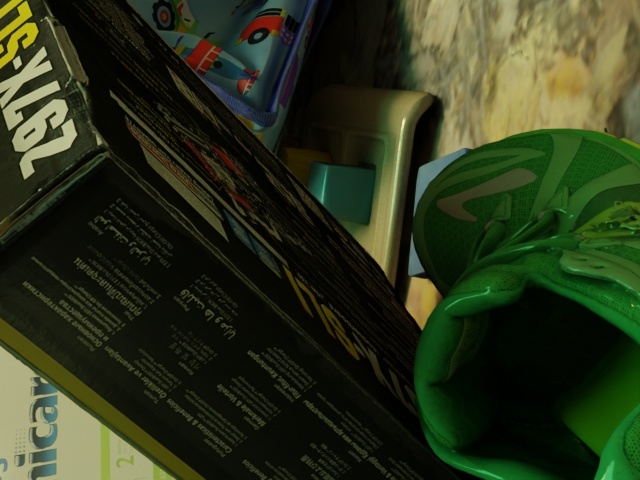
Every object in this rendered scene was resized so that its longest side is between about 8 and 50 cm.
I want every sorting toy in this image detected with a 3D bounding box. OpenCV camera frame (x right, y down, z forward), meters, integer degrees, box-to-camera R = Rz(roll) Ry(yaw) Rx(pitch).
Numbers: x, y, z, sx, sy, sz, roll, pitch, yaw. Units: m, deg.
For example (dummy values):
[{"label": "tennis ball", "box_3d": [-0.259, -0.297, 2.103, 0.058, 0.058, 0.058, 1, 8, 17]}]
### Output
[{"label": "sorting toy", "box_3d": [0.000, 0.000, 0.980, 0.348, 0.047, 0.196, -159, 80, -71]}]

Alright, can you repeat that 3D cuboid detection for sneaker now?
[{"label": "sneaker", "box_3d": [0.089, 0.025, 0.597, 0.295, 0.124, 0.109, -127, 51, -64]}]

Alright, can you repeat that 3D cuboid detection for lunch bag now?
[{"label": "lunch bag", "box_3d": [-0.067, -0.119, 1.057, 0.221, 0.138, 0.293, 113, -177, -47]}]

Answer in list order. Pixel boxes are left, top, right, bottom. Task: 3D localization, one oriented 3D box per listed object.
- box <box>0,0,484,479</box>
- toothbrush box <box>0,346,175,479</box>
[{"label": "box", "box_3d": [-0.041, 0.015, 0.668, 0.079, 0.322, 0.257, -38, 39, 8]}, {"label": "toothbrush box", "box_3d": [-0.096, 0.158, 0.887, 0.283, 0.122, 0.206, 74, -173, -50]}]
